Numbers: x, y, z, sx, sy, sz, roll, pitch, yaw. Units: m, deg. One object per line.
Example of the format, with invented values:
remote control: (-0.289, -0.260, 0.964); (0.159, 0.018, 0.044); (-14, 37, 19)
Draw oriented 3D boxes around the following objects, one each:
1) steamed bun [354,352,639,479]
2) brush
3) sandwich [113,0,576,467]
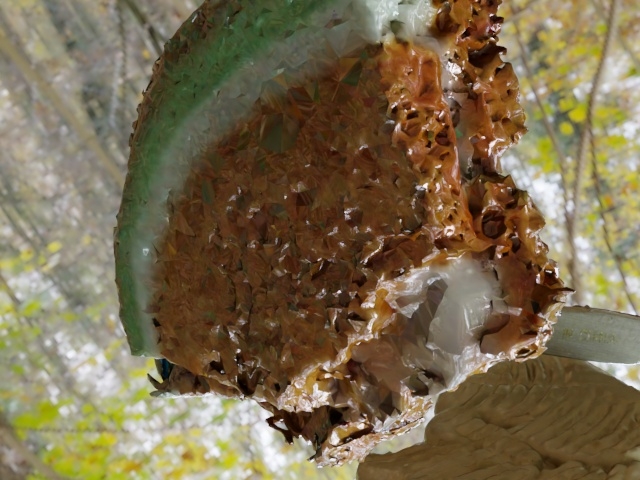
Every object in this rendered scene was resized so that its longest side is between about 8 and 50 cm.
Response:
steamed bun: (0.164, 0.231, 0.923); (0.276, 0.203, 0.289); (-9, -163, -6)
brush: (0.115, 0.066, 0.959); (0.336, 0.085, 0.020); (5, -167, -5)
sandwich: (-0.011, -0.003, 0.413); (0.079, 0.159, 0.235); (-13, 159, -43)
